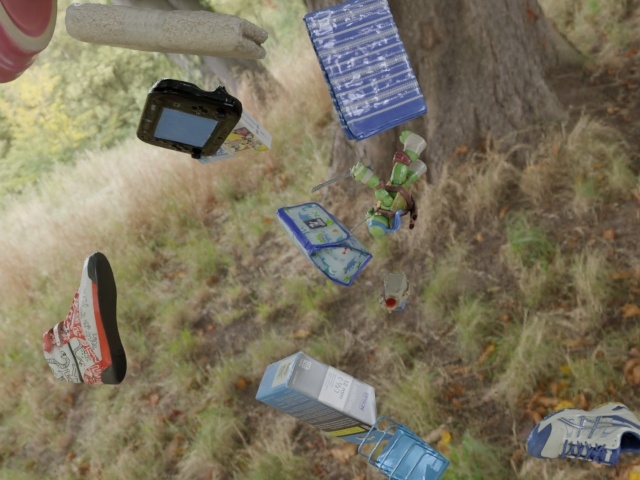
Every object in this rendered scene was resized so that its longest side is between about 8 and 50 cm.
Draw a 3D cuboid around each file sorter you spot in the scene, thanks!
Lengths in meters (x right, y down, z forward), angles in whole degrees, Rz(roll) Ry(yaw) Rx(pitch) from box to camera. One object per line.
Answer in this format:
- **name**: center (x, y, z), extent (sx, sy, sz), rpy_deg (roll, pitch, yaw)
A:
- **file sorter**: center (0.189, 0.510, 1.704), extent (0.170, 0.104, 0.118), rpy_deg (31, 86, 49)

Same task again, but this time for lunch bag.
- **lunch bag**: center (0.000, 0.000, 1.307), extent (0.096, 0.151, 0.129), rpy_deg (-54, 48, 14)

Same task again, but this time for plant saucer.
- **plant saucer**: center (-0.467, -0.394, 1.040), extent (0.084, 0.332, 0.332), rpy_deg (-3, 38, 4)

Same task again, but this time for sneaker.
- **sneaker**: center (-0.466, 0.155, 1.393), extent (0.144, 0.270, 0.090), rpy_deg (-1, 18, 7)
- **sneaker**: center (0.628, 0.462, 1.687), extent (0.296, 0.112, 0.131), rpy_deg (-11, 33, -15)

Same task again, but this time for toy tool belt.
- **toy tool belt**: center (0.128, 0.098, 1.241), extent (0.052, 0.051, 0.083), rpy_deg (1, 44, 17)

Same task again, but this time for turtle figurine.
- **turtle figurine**: center (0.131, -0.136, 1.752), extent (0.274, 0.198, 0.266), rpy_deg (-1, 45, 51)

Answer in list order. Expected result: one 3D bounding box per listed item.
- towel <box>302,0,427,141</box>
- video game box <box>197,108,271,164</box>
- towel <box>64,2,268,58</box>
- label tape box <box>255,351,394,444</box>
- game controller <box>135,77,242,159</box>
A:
- **towel**: center (0.117, -0.437, 1.813), extent (0.243, 0.336, 0.040), rpy_deg (-24, 6, -20)
- **video game box**: center (-0.247, -0.255, 1.688), extent (0.205, 0.187, 0.048), rpy_deg (-8, 60, 28)
- **towel**: center (-0.166, -0.249, 0.869), extent (0.187, 0.049, 0.282), rpy_deg (3, 13, 0)
- **label tape box**: center (0.027, 0.443, 2.002), extent (0.249, 0.347, 0.115), rpy_deg (-38, 29, 59)
- **game controller**: center (-0.255, -0.223, 1.374), extent (0.166, 0.067, 0.319), rpy_deg (3, -10, -19)
